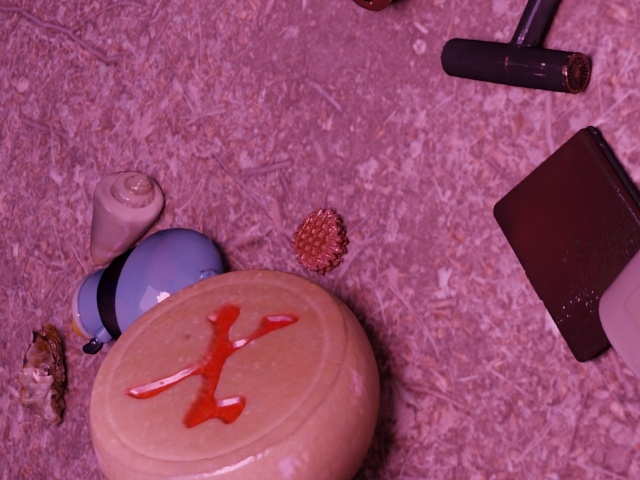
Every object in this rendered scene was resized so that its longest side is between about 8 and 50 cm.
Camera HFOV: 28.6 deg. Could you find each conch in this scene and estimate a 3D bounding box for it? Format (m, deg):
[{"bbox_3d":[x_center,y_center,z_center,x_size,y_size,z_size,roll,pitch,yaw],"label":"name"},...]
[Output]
[{"bbox_3d":[-0.281,-0.036,1.791,0.104,0.094,0.176,47,144,20],"label":"conch"}]

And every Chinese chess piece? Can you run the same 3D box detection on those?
[{"bbox_3d":[-0.097,0.185,1.438,0.338,0.140,0.338,-14,38,11],"label":"Chinese chess piece"}]

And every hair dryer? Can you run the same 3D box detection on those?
[{"bbox_3d":[0.227,-0.264,1.372,0.173,0.050,0.195,14,91,41],"label":"hair dryer"}]

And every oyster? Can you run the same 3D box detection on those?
[{"bbox_3d":[-0.409,0.195,1.882,0.103,0.051,0.148,29,120,37],"label":"oyster"}]

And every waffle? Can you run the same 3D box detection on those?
[{"bbox_3d":[0.000,0.000,1.555,0.083,0.029,0.075,-34,65,32],"label":"waffle"}]

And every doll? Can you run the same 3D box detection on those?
[{"bbox_3d":[-0.226,0.075,1.679,0.314,0.141,0.177,-15,45,52],"label":"doll"}]

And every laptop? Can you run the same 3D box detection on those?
[{"bbox_3d":[0.278,0.004,1.311,0.154,0.026,0.207,-45,58,32],"label":"laptop"}]

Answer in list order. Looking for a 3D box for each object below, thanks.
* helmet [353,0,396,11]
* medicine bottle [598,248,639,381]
[{"bbox_3d":[0.080,-0.313,1.495,0.089,0.057,0.111,-49,51,23],"label":"helmet"},{"bbox_3d":[0.394,0.041,1.059,0.238,0.238,0.232,50,118,33],"label":"medicine bottle"}]
